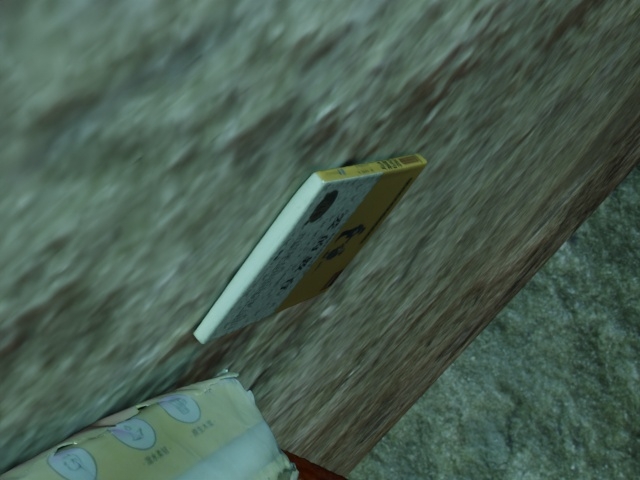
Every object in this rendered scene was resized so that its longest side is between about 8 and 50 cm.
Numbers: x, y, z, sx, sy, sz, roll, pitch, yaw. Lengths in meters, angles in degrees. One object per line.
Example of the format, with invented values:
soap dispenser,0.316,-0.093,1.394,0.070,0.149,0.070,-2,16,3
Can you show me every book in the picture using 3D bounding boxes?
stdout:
book,0.000,0.000,0.623,0.118,0.012,0.172,-52,166,21

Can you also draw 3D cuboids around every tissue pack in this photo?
tissue pack,-0.131,0.193,0.522,0.215,0.123,0.257,-51,166,22

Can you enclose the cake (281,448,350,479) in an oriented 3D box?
cake,-0.041,0.255,0.723,0.177,0.151,0.283,-62,-160,3
